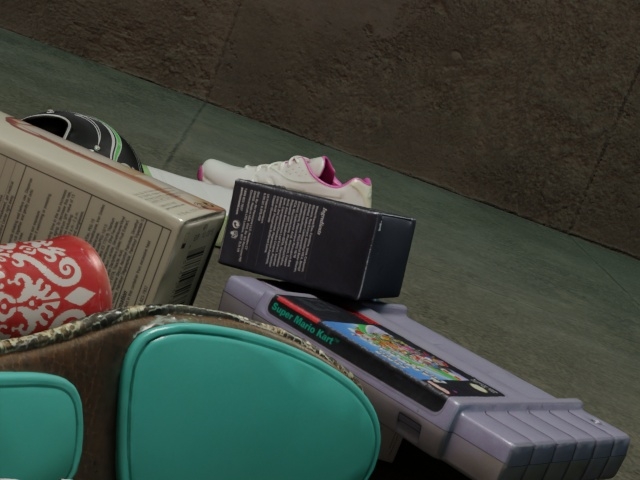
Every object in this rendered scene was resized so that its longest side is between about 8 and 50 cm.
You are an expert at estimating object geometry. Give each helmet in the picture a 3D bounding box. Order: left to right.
[{"bbox_3d":[-0.282,-0.066,1.271,0.169,0.169,0.161,12,31,-35],"label":"helmet"}]

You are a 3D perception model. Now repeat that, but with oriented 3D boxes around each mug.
[{"bbox_3d":[-0.282,0.064,0.920,0.169,0.150,0.113,-3,63,-52],"label":"mug"}]

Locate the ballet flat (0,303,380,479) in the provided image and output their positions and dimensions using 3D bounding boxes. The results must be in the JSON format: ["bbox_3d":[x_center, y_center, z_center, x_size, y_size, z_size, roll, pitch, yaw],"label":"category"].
[{"bbox_3d":[-0.174,0.118,0.734,0.182,0.164,0.482,5,0,44],"label":"ballet flat"}]

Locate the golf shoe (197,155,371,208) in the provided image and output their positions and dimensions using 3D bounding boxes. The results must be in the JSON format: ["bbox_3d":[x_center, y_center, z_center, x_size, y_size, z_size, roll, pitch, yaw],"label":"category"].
[{"bbox_3d":[-0.051,-0.085,1.780,0.306,0.140,0.115,23,14,17],"label":"golf shoe"}]

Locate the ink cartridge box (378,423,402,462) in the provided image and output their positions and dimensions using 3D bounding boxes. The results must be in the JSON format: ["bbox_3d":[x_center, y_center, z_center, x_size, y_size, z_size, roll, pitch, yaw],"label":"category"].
[{"bbox_3d":[0.011,0.155,1.057,0.122,0.052,0.088,19,11,-16],"label":"ink cartridge box"}]

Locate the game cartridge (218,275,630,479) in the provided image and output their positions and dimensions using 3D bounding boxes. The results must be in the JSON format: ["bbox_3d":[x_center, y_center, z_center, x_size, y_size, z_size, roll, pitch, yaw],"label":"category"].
[{"bbox_3d":[0.092,0.124,1.067,0.355,0.068,0.230,28,7,39],"label":"game cartridge"}]

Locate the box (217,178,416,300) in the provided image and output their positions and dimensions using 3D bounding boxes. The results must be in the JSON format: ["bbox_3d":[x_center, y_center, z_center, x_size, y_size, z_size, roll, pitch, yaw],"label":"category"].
[{"bbox_3d":[0.000,0.000,1.173,0.158,0.093,0.156,14,3,19],"label":"box"}]

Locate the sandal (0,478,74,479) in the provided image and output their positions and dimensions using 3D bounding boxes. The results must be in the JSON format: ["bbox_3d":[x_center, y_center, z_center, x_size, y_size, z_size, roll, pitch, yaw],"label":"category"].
[{"bbox_3d":[-0.089,0.199,0.628,0.265,0.102,0.076,26,9,-19],"label":"sandal"}]

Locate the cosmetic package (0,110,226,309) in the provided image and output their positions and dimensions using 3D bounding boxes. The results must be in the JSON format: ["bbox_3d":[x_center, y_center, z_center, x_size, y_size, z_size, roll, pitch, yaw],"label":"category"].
[{"bbox_3d":[-0.265,-0.016,1.115,0.296,0.153,0.129,25,12,10],"label":"cosmetic package"}]

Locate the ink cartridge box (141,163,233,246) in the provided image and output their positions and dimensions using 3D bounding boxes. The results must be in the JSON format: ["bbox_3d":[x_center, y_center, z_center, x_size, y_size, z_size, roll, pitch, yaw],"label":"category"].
[{"bbox_3d":[-0.187,-0.050,1.601,0.235,0.056,0.171,13,14,-20],"label":"ink cartridge box"}]
